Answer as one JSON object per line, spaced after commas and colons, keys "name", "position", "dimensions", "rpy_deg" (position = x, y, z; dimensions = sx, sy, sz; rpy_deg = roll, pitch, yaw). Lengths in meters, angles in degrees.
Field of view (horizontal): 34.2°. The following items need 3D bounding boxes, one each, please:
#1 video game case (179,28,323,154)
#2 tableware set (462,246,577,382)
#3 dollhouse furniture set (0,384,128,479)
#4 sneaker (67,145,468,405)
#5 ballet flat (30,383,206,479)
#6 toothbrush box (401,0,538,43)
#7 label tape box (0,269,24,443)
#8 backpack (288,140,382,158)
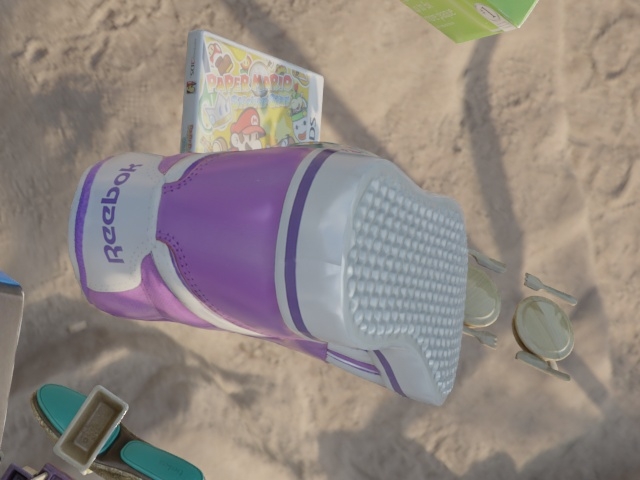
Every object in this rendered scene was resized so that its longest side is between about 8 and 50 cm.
{"name": "video game case", "position": [-0.073, -0.106, 1.158], "dimensions": [0.227, 0.026, 0.206], "rpy_deg": [9, 84, -55]}
{"name": "tableware set", "position": [0.226, 0.093, 1.293], "dimensions": [0.194, 0.128, 0.039], "rpy_deg": [25, 143, -13]}
{"name": "dollhouse furniture set", "position": [-0.215, 0.158, 0.811], "dimensions": [0.091, 0.081, 0.114], "rpy_deg": [34, 88, 3]}
{"name": "sneaker", "position": [-0.018, 0.013, 0.518], "dimensions": [0.282, 0.161, 0.102], "rpy_deg": [41, 55, -65]}
{"name": "ballet flat", "position": [-0.212, 0.222, 1.055], "dimensions": [0.073, 0.206, 0.067], "rpy_deg": [-41, 158, -55]}
{"name": "toothbrush box", "position": [0.110, -0.357, 1.167], "dimensions": [0.283, 0.206, 0.122], "rpy_deg": [36, 88, -14]}
{"name": "label tape box", "position": [-0.196, 0.054, 0.277], "dimensions": [0.249, 0.115, 0.348], "rpy_deg": [28, 70, -73]}
{"name": "backpack", "position": [0.000, 0.000, 0.994], "dimensions": [0.166, 0.144, 0.188], "rpy_deg": [15, 96, 9]}
